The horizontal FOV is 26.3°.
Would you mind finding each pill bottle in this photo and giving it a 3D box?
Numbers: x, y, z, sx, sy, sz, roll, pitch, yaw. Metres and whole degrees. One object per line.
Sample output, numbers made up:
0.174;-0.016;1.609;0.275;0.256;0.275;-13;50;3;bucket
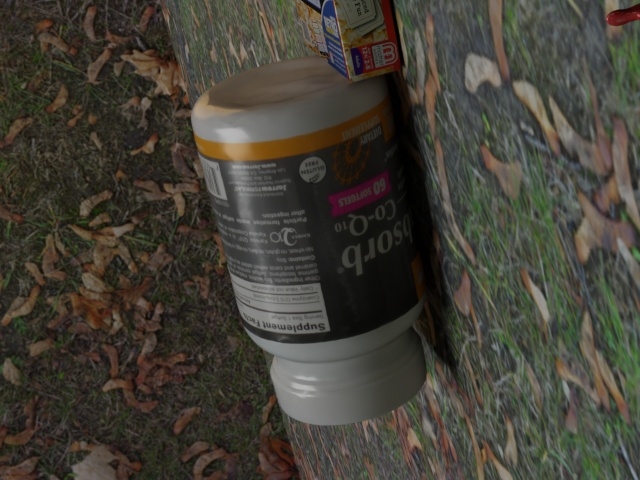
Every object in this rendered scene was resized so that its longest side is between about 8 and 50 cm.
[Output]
0.000;0.000;1.126;0.162;0.162;0.278;-128;23;-66;pill bottle

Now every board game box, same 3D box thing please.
0.005;-0.232;1.053;0.147;0.045;0.193;-127;23;-66;board game box

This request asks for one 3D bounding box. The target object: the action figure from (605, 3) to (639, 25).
0.148;-0.077;0.553;0.115;0.030;0.038;-122;23;-52;action figure
